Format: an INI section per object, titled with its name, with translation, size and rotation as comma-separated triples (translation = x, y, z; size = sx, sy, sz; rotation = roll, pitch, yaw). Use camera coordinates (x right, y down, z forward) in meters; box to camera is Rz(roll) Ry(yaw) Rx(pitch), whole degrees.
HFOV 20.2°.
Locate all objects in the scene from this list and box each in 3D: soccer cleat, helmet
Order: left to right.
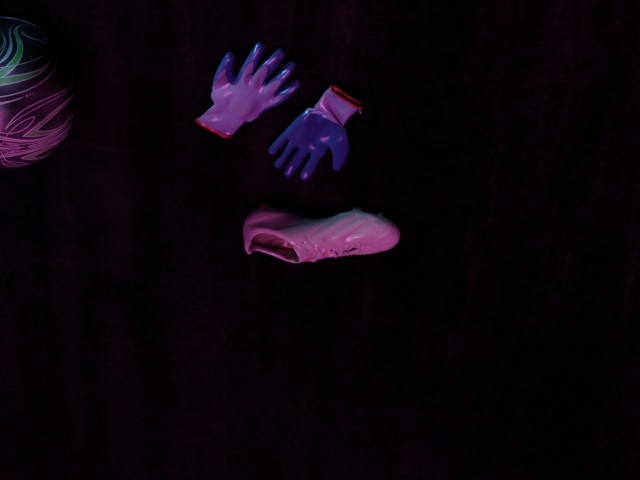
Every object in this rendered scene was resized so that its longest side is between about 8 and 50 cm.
[helmet]
translation = -0.368, -0.162, 2.082
size = 0.169, 0.161, 0.169
rotation = 5, 134, 5
[soccer cleat]
translation = 0.000, 0.000, 2.236
size = 0.196, 0.076, 0.068
rotation = 5, 134, 5

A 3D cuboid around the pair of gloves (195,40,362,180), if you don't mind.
[pair of gloves]
translation = -0.044, -0.150, 2.137
size = 0.198, 0.023, 0.159
rotation = 28, 134, -16
